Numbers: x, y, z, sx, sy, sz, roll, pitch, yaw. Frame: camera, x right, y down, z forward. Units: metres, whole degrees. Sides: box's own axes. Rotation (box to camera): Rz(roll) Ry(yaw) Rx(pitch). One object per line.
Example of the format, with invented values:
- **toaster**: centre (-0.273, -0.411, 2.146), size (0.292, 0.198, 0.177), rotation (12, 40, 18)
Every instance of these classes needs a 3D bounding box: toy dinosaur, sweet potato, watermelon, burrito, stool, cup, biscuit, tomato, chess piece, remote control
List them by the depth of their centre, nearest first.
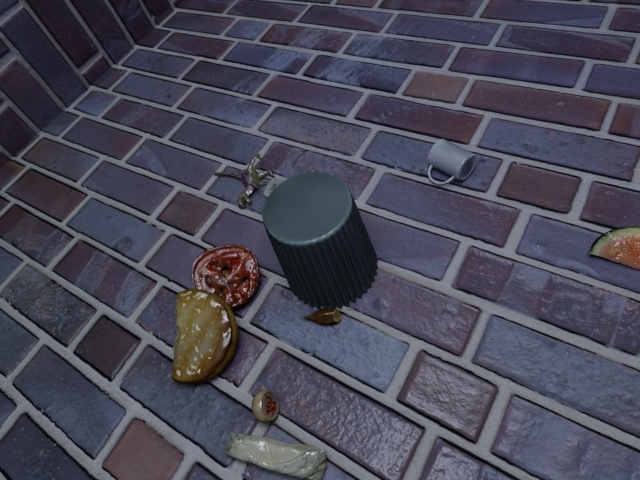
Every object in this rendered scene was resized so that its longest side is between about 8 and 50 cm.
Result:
- **burrito**: centre (-0.120, 0.538, 1.159), size (0.275, 0.059, 0.082), rotation (5, 73, 20)
- **chess piece**: centre (-0.147, 0.441, 1.218), size (0.038, 0.084, 0.083), rotation (-18, 51, 27)
- **watermelon**: centre (0.861, 0.023, 1.233), size (0.245, 0.063, 0.119), rotation (12, 79, 18)
- **stool**: centre (0.000, 0.000, 1.326), size (0.297, 0.330, 0.297), rotation (-8, 55, 11)
- **sweet potato**: centre (0.000, 0.224, 1.348), size (0.117, 0.049, 0.049), rotation (-7, 55, 16)
- **biscuit**: centre (-0.346, 0.286, 1.353), size (0.213, 0.091, 0.274), rotation (5, 77, 13)
- **tomato**: centre (-0.298, 0.125, 1.474), size (0.228, 0.101, 0.227), rotation (-3, 69, 8)
- **cup**: centre (0.431, -0.253, 1.532), size (0.133, 0.136, 0.099), rotation (36, 30, 33)
- **remote control**: centre (-0.114, -0.177, 1.668), size (0.190, 0.029, 0.087), rotation (15, 62, 25)
- **toy dinosaur**: centre (-0.290, -0.245, 1.745), size (0.200, 0.072, 0.251), rotation (-38, 64, 2)
